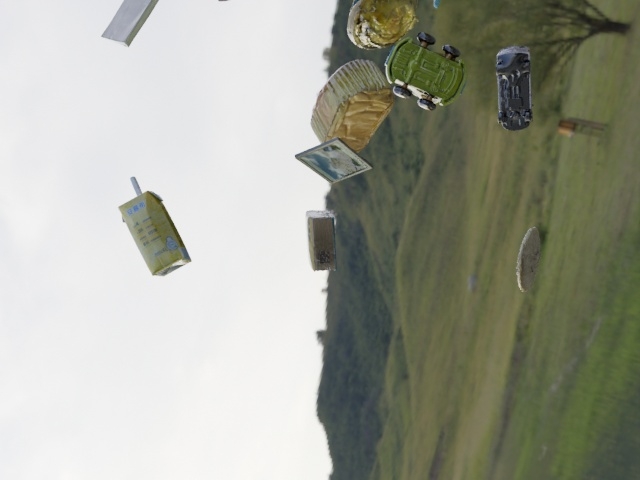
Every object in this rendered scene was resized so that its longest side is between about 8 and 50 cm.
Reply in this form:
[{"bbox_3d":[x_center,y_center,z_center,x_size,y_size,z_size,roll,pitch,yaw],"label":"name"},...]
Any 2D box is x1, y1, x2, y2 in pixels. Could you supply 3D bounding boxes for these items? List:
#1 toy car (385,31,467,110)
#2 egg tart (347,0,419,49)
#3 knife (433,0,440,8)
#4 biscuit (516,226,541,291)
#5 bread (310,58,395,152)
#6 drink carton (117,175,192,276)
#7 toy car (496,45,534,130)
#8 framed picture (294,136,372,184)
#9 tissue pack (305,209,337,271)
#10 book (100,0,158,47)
[{"bbox_3d":[0.318,-0.511,2.212,0.200,0.248,0.142,-62,3,9],"label":"toy car"},{"bbox_3d":[0.218,-0.715,2.313,0.291,0.107,0.290,-26,-29,-15],"label":"egg tart"},{"bbox_3d":[0.236,-0.489,1.471,0.091,0.014,0.005,-76,2,-50],"label":"knife"},{"bbox_3d":[0.683,0.062,2.374,0.220,0.033,0.219,-23,-63,-56],"label":"biscuit"},{"bbox_3d":[0.076,-0.340,1.861,0.179,0.133,0.250,-12,-33,-30],"label":"bread"},{"bbox_3d":[-0.312,-0.035,1.328,0.200,0.084,0.074,61,-173,7],"label":"drink carton"},{"bbox_3d":[0.501,-0.392,1.869,0.108,0.090,0.209,-58,-37,-59],"label":"toy car"},{"bbox_3d":[0.030,-0.169,1.558,0.149,0.109,0.011,30,-133,-51],"label":"framed picture"},{"bbox_3d":[0.000,0.000,2.167,0.120,0.082,0.169,-118,23,-75],"label":"tissue pack"},{"bbox_3d":[-0.402,-0.480,1.546,0.016,0.199,0.138,33,-91,-35],"label":"book"}]
